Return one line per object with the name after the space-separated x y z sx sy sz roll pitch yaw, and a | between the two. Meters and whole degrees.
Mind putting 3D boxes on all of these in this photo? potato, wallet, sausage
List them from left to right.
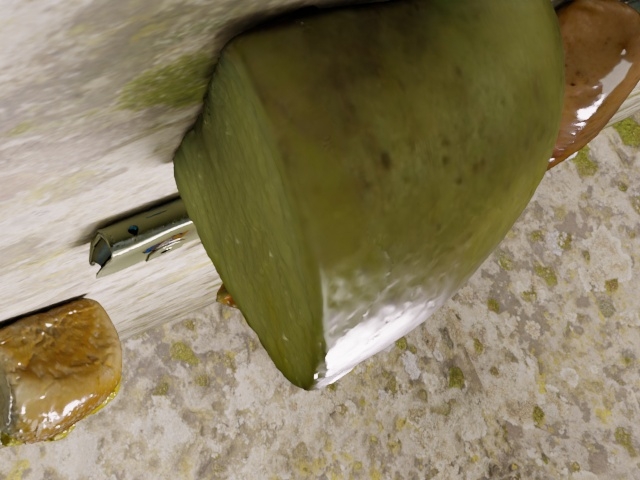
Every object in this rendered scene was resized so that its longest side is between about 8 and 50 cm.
-0.159 -0.014 1.048 0.155 0.039 0.110 -23 173 -27 | wallet
0.064 -0.043 0.744 0.280 0.212 0.330 -23 177 -18 | potato
0.211 -0.129 1.114 0.123 0.136 0.501 -57 -173 -19 | sausage

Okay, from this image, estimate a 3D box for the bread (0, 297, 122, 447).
-0.409 0.203 1.438 0.196 0.176 0.246 -30 174 39 | bread

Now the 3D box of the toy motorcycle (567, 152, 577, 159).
0.401 -0.195 1.771 0.112 0.112 0.254 -24 178 -7 | toy motorcycle

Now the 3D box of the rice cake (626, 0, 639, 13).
0.352 -0.245 1.084 0.208 0.033 0.033 -24 -171 -26 | rice cake

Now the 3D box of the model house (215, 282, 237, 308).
0.001 -0.011 1.443 0.268 0.173 0.239 -56 176 -25 | model house
